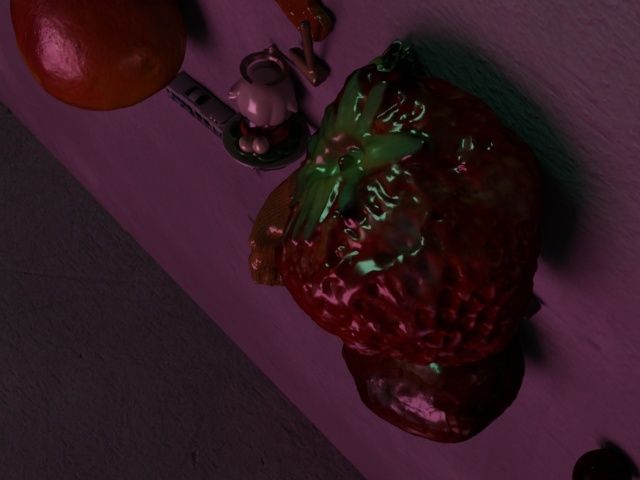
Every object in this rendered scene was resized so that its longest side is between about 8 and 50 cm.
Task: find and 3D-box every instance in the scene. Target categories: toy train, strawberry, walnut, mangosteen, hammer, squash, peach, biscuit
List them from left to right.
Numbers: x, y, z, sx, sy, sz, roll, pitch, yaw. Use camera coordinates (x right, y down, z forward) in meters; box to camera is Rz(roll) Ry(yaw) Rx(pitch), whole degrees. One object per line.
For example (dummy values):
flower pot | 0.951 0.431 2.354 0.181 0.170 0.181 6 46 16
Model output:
peach | -0.327 -0.329 1.747 0.281 0.238 0.281 12 132 13
toy train | -0.185 -0.216 1.972 0.207 0.043 0.047 40 158 32
biscuit | -0.032 -0.294 1.393 0.130 0.019 0.102 53 165 -15
hammer | -0.020 -0.239 1.415 0.060 0.028 0.195 48 175 8
squash | 0.082 -0.124 1.375 0.080 0.071 0.318 40 162 30
strawberry | 0.119 -0.005 1.212 0.310 0.291 0.292 26 169 -12
walnut | 0.162 0.144 1.596 0.222 0.244 0.269 12 -173 -41
mangosteen | 0.379 0.321 1.589 0.081 0.081 0.081 45 164 16

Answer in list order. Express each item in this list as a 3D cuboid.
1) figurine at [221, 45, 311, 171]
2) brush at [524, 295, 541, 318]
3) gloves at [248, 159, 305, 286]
figurine | -0.076 -0.188 1.618 0.132 0.132 0.153 42 150 28
brush | 0.203 0.025 1.474 0.190 0.034 0.027 45 148 23
gloves | 0.011 -0.012 1.688 0.203 0.155 0.356 42 149 2
